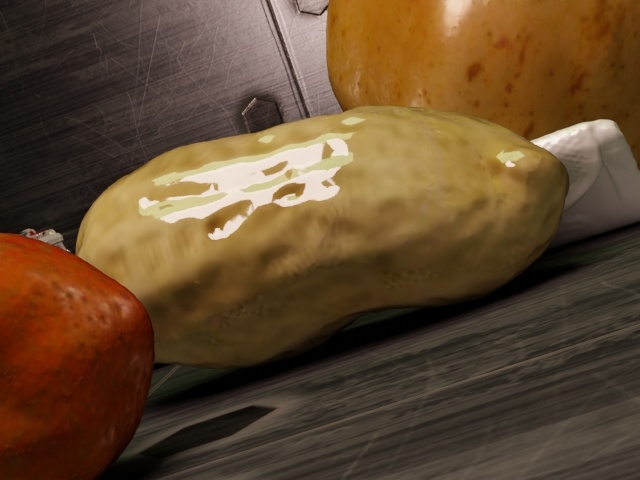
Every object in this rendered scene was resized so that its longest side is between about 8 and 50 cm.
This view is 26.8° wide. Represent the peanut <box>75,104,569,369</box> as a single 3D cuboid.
[{"bbox_3d":[0.000,0.000,1.028,0.387,0.192,0.170,-12,49,6],"label":"peanut"}]

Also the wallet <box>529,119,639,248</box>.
[{"bbox_3d":[0.177,-0.032,1.121,0.182,0.124,0.032,-19,45,17],"label":"wallet"}]

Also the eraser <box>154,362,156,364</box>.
[{"bbox_3d":[-0.234,0.105,1.355,0.227,0.081,0.174,-18,7,1],"label":"eraser"}]

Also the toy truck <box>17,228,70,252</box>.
[{"bbox_3d":[-0.366,0.076,1.709,0.161,0.177,0.213,-18,4,33],"label":"toy truck"}]

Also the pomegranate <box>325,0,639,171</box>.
[{"bbox_3d":[0.191,-0.178,1.354,0.410,0.410,0.410,-19,4,1],"label":"pomegranate"}]

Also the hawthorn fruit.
[{"bbox_3d":[-0.186,0.082,0.789,0.189,0.189,0.189,-19,4,1],"label":"hawthorn fruit"}]
